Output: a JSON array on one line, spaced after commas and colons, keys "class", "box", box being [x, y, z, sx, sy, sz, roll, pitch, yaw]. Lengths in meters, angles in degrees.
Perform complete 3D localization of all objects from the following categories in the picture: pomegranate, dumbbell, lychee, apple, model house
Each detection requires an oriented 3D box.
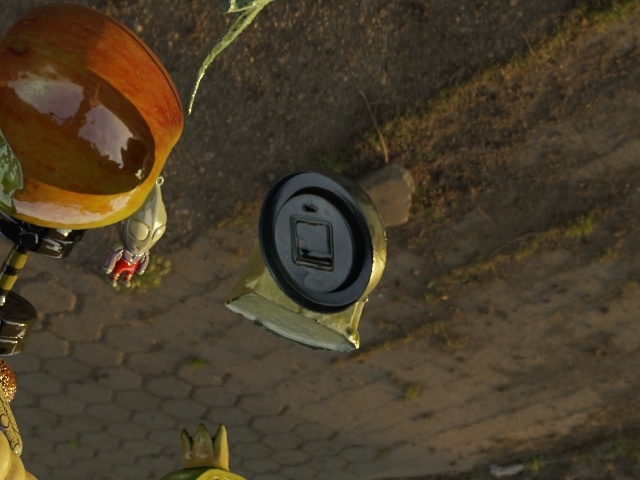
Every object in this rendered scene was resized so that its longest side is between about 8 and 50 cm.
[{"class": "pomegranate", "box": [-0.255, 0.548, 1.345, 0.216, 0.358, 0.310, -27, 143, 23]}, {"class": "dumbbell", "box": [-0.574, 0.051, 1.280, 0.185, 0.185, 0.388, 26, 96, -28]}, {"class": "lychee", "box": [-0.904, 0.396, 1.848, 0.165, 0.197, 0.165, -5, 174, -1]}, {"class": "apple", "box": [-0.380, -0.177, 1.047, 0.340, 0.339, 0.339, 1, 142, 1]}, {"class": "model house", "box": [-0.041, 0.091, 1.659, 0.321, 0.266, 0.261, 28, 159, -19]}]

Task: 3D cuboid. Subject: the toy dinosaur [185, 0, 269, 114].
[{"class": "toy dinosaur", "box": [-0.119, -0.336, 0.949, 0.383, 0.076, 0.129, -39, 158, 24]}]

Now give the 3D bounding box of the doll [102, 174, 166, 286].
[{"class": "doll", "box": [-0.341, -0.019, 1.287, 0.102, 0.075, 0.227, 10, 109, -56]}]

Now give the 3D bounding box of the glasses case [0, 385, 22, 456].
[{"class": "glasses case", "box": [-0.846, 0.397, 1.681, 0.137, 0.354, 0.085, -23, -179, 3]}]

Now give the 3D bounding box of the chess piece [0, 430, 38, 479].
[{"class": "chess piece", "box": [-0.285, 0.174, 0.508, 0.139, 0.124, 0.307, -24, 115, -3]}]

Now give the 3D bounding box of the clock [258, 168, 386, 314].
[{"class": "clock", "box": [0.000, 0.000, 1.009, 0.042, 0.215, 0.215, -22, 166, -48]}]
